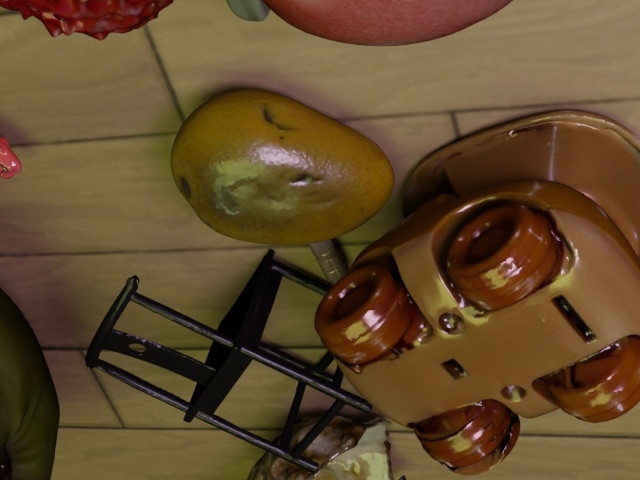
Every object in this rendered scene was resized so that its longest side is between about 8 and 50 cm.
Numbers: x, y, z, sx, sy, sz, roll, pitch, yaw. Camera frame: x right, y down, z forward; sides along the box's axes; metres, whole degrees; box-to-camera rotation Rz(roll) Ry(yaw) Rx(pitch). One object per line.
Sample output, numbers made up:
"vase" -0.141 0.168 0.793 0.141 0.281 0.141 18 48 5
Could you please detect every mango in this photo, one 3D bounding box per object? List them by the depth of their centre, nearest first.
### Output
"mango" -0.032 -0.060 0.957 0.195 0.098 0.137 6 118 2

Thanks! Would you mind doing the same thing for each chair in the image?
"chair" -0.083 0.103 1.095 0.260 0.141 0.154 27 133 -9

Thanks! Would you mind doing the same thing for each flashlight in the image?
"flashlight" 0.000 0.000 1.051 0.052 0.031 0.110 -24 128 5

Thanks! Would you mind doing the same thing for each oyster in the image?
"oyster" -0.005 0.310 1.275 0.198 0.133 0.337 -20 144 -17

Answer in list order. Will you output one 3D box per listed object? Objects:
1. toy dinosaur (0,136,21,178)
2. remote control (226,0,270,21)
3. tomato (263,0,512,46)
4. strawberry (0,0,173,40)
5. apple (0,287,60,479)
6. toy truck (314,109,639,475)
"toy dinosaur" -0.415 -0.132 1.056 0.286 0.070 0.139 20 124 5
"remote control" -0.072 -0.298 0.759 0.038 0.090 0.309 -3 130 9
"tomato" 0.043 -0.245 0.662 0.225 0.256 0.255 12 137 32
"strawberry" -0.169 -0.245 0.804 0.234 0.233 0.178 -8 158 25
"apple" -0.491 0.198 1.110 0.474 0.473 0.473 10 133 10
"toy truck" 0.150 0.042 0.915 0.288 0.211 0.204 -28 118 32
